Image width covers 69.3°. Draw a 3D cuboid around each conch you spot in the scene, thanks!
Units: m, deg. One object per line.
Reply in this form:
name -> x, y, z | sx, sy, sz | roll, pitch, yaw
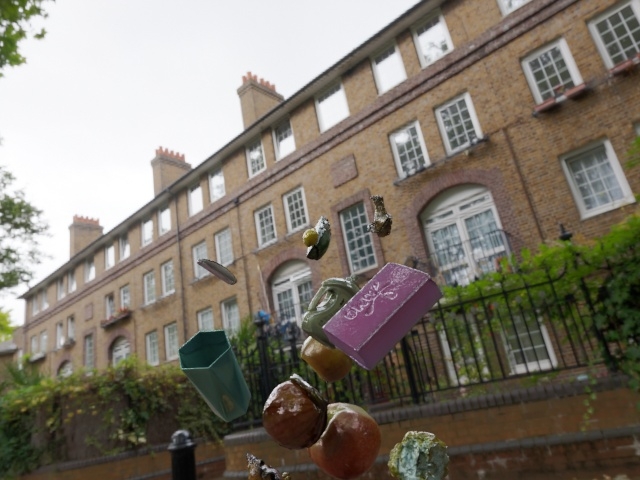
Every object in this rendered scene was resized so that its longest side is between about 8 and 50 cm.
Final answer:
conch -> -0.161, 0.792, 1.514 | 0.232, 0.086, 0.080 | 27, 3, 14

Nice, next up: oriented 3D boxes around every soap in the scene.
soap -> 0.145, 0.175, 1.127 | 0.259, 0.081, 0.181 | -41, 23, -14

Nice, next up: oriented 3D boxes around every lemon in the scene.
lemon -> -0.041, -0.015, 1.982 | 0.065, 0.092, 0.065 | 21, -9, 4

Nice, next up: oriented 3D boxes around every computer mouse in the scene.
computer mouse -> -0.559, 0.161, 2.527 | 0.245, 0.056, 0.126 | 35, -24, -20

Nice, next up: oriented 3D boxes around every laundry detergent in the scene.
laundry detergent -> 0.053, 0.223, 1.558 | 0.181, 0.253, 0.091 | 39, -19, -23

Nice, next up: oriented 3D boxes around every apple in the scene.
apple -> 0.025, 0.520, 2.081 | 0.207, 0.237, 0.237 | -34, -21, 1

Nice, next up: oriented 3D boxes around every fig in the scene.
fig -> -0.063, 0.485, 1.313 | 0.205, 0.205, 0.205 | -9, -19, -3

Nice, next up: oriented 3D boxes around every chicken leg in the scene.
chicken leg -> 0.286, -0.112, 2.184 | 0.125, 0.196, 0.080 | 12, 15, 31

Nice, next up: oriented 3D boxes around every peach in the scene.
peach -> 0.083, 0.640, 1.468 | 0.232, 0.232, 0.257 | -25, -57, 35

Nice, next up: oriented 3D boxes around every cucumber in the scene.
cucumber -> 0.003, -0.001, 2.304 | 0.105, 0.325, 0.145 | 30, -67, -6

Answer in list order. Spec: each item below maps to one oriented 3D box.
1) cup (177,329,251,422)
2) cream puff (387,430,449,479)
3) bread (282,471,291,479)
cup -> -0.270, 0.366, 1.242 | 0.134, 0.236, 0.148 | 18, 47, 40
cream puff -> 0.252, 0.569, 1.202 | 0.156, 0.156, 0.121 | -22, -26, 29
bread -> -0.119, 0.877, 1.656 | 0.033, 0.088, 0.049 | -11, -21, 7
